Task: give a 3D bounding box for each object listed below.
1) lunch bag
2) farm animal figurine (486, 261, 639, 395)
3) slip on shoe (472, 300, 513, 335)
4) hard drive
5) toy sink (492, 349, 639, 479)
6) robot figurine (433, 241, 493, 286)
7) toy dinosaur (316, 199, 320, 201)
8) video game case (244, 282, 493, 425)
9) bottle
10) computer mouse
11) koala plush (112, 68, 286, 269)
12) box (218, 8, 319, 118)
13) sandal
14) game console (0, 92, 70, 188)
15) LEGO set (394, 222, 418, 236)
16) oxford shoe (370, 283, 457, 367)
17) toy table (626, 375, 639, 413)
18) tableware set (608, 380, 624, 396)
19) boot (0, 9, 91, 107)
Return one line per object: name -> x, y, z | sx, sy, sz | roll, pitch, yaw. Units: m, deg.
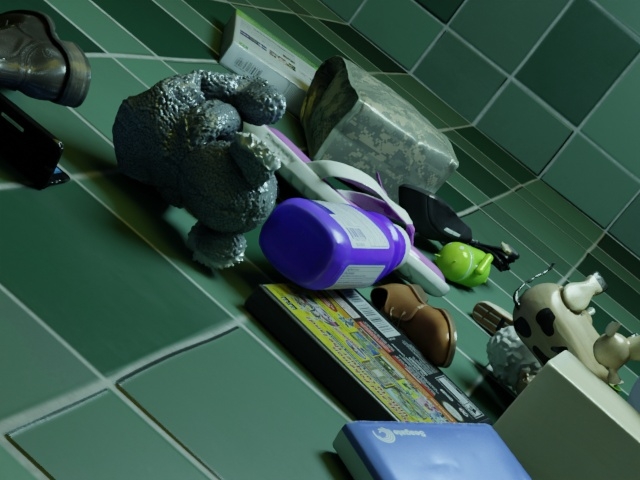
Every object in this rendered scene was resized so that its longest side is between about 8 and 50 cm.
lunch bag -> 0.096, -0.202, 2.359 | 0.235, 0.169, 0.287 | 31, 22, -21
farm animal figurine -> 0.371, 0.172, 1.706 | 0.172, 0.330, 0.327 | -21, 58, -38
slip on shoe -> 0.302, 0.145, 2.048 | 0.135, 0.051, 0.041 | 37, 16, 28
hard drive -> 0.169, 0.300, 1.253 | 0.210, 0.040, 0.318 | 7, 32, -37
toy sink -> 0.331, 0.271, 1.565 | 0.234, 0.152, 0.131 | 41, 16, 15
robot figurine -> 0.241, 0.041, 2.170 | 0.101, 0.067, 0.115 | 15, -3, 42
toy dinosaur -> 0.000, 0.000, 1.816 | 0.112, 0.064, 0.211 | 64, 15, -8
video game case -> 0.064, 0.150, 1.542 | 0.275, 0.035, 0.248 | 44, 17, 18
bottle -> 0.032, 0.006, 1.638 | 0.118, 0.092, 0.283 | 40, 16, 20
computer mouse -> 0.236, -0.007, 2.222 | 0.184, 0.060, 0.262 | 22, -10, 33
koala plush -> -0.128, -0.082, 1.532 | 0.203, 0.196, 0.221 | 9, 31, -37
box -> -0.091, -0.348, 2.571 | 0.232, 0.058, 0.322 | 34, 17, -14
sandal -> 0.045, -0.073, 1.938 | 0.416, 0.102, 0.169 | 40, -1, 10
game console -> -0.323, -0.119, 1.400 | 0.122, 0.107, 0.071 | 38, 44, 3
LEGO set -> 0.129, -0.009, 2.165 | 0.083, 0.023, 0.054 | 16, 21, -23
oxford shoe -> 0.121, 0.113, 1.711 | 0.076, 0.076, 0.212 | 8, 14, -21
toy table -> 0.557, 0.298, 1.858 | 0.161, 0.252, 0.274 | 19, 30, -8
tableware set -> 0.486, 0.225, 2.263 | 0.104, 0.024, 0.154 | 35, 16, -8
boot -> -0.409, -0.228, 1.476 | 0.229, 0.091, 0.263 | 5, 17, -39
